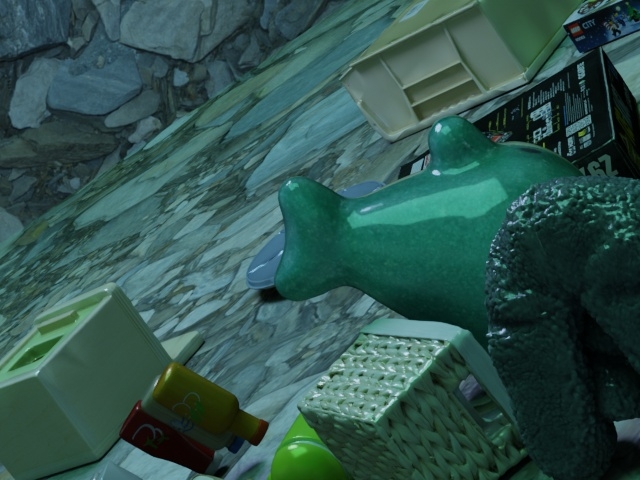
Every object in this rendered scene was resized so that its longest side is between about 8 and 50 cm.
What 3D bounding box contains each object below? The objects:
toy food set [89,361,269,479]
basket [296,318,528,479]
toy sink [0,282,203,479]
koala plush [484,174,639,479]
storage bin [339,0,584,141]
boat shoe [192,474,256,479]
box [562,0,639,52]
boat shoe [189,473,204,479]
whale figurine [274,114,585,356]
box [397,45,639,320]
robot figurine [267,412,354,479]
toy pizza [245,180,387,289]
[{"bbox_3d":[-0.143,0.215,1.681,0.232,0.104,0.111,-58,7,17],"label":"toy food set"},{"bbox_3d":[0.071,0.134,1.394,0.103,0.113,0.167,-43,15,-16],"label":"basket"},{"bbox_3d":[-0.270,0.144,2.093,0.152,0.131,0.234,-21,19,43],"label":"toy sink"},{"bbox_3d":[0.230,0.024,1.278,0.196,0.203,0.221,-23,6,37],"label":"koala plush"},{"bbox_3d":[0.193,-0.273,2.423,0.260,0.123,0.262,-23,19,42],"label":"storage bin"},{"bbox_3d":[-0.065,0.240,1.395,0.092,0.103,0.285,-46,14,-17],"label":"boat shoe"},{"bbox_3d":[0.418,-0.314,2.196,0.233,0.044,0.159,-20,21,45],"label":"box"},{"bbox_3d":[-0.115,0.248,1.573,0.050,0.045,0.135,-30,15,21],"label":"boat shoe"},{"bbox_3d":[0.099,0.011,1.468,0.272,0.216,0.141,4,14,-1],"label":"whale figurine"},{"bbox_3d":[0.192,-0.058,1.816,0.257,0.079,0.322,-33,14,16],"label":"box"},{"bbox_3d":[0.000,0.176,1.503,0.101,0.067,0.115,-32,13,34],"label":"robot figurine"},{"bbox_3d":[0.000,0.000,2.151,0.201,0.032,0.201,-33,15,10],"label":"toy pizza"}]
